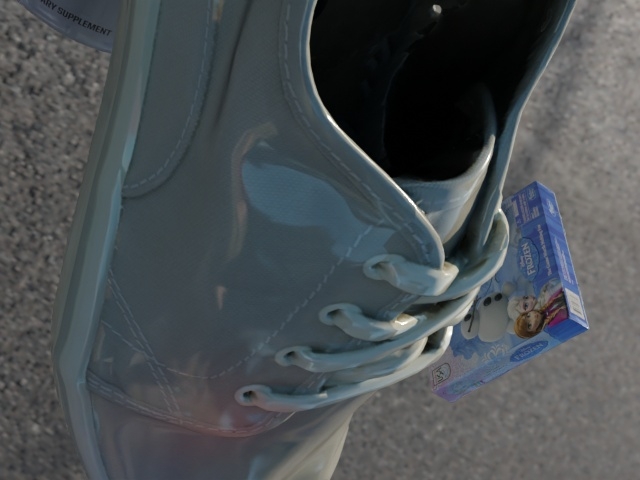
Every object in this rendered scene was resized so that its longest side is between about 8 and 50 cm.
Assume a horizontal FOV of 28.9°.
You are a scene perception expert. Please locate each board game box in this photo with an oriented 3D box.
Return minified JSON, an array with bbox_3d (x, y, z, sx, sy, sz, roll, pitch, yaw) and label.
[{"bbox_3d":[0.092,0.027,0.659,0.020,0.090,0.090,29,130,-36],"label":"board game box"}]

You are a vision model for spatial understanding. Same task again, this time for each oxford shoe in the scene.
[{"bbox_3d":[0.000,0.000,0.464,0.169,0.130,0.449,-26,145,-36],"label":"oxford shoe"}]

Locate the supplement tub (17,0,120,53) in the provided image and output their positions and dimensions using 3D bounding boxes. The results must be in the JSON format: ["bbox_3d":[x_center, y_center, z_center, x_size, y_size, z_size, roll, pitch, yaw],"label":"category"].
[{"bbox_3d":[-0.051,-0.241,0.590,0.193,0.193,0.316,-40,177,-34],"label":"supplement tub"}]
